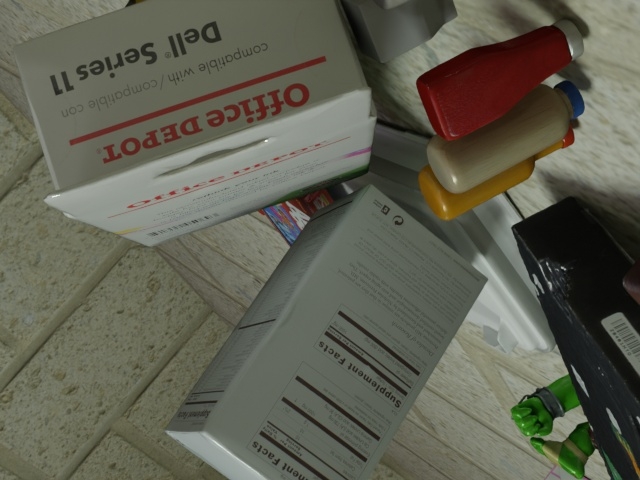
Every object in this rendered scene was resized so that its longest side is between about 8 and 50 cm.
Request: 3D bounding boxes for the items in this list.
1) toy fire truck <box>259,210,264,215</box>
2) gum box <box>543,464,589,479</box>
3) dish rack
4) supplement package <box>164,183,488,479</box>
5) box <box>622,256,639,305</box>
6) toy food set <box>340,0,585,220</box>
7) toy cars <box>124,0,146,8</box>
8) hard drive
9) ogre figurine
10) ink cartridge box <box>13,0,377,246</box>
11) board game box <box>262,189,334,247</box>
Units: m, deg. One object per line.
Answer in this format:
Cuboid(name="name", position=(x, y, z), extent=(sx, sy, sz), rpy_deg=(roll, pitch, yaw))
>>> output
Cuboid(name="toy fire truck", position=(-0.094, -0.102, 1.365), extent=(0.135, 0.047, 0.192), rpy_deg=(40, 168, 0))
Cuboid(name="gum box", position=(0.416, 0.411, 1.637), extent=(0.188, 0.062, 0.107), rpy_deg=(29, 164, 45))
Cuboid(name="dish rack", position=(0.085, -0.008, 1.107), extent=(0.333, 0.072, 0.285), rpy_deg=(28, 164, 50))
Cuboid(name="supplement package", position=(0.003, 0.097, 0.943), extent=(0.134, 0.244, 0.139), rpy_deg=(38, 161, -11))
Cuboid(name="box", position=(0.237, -0.001, 0.313), extent=(0.168, 0.203, 0.167), rpy_deg=(44, 168, -20))
Cuboid(name="toy food set", position=(0.089, -0.122, 0.677), extent=(0.232, 0.104, 0.111), rpy_deg=(65, 172, -24))
Cuboid(name="toy cars", position=(-0.155, -0.246, 0.949), extent=(0.176, 0.087, 0.394), rpy_deg=(23, 157, 41))
Cuboid(name="hard drive", position=(0.259, 0.155, 0.852), extent=(0.339, 0.064, 0.237), rpy_deg=(63, -178, -35))
Cuboid(name="ogre figurine", position=(0.289, 0.191, 1.081), extent=(0.197, 0.118, 0.097), rpy_deg=(39, 173, 13))
Cuboid(name="ink cartridge box", position=(-0.075, -0.090, 0.785), extent=(0.353, 0.207, 0.119), rpy_deg=(81, 171, -86))
Cuboid(name="board game box", position=(0.000, 0.000, 1.168), extent=(0.145, 0.027, 0.281), rpy_deg=(30, 165, 39))
